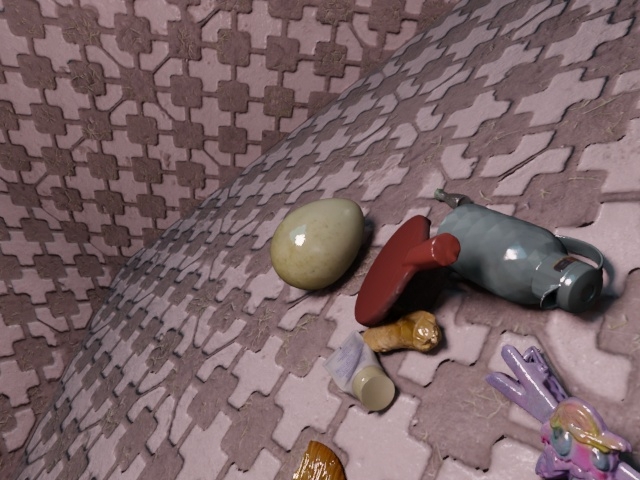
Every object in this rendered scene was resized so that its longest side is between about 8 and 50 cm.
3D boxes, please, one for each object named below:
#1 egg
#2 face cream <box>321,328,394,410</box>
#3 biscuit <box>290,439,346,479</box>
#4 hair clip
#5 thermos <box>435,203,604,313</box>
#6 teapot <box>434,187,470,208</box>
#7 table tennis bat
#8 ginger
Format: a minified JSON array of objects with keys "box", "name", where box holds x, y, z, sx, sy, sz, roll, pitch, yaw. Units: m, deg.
[{"box":[0.000,0.000,1.169,0.295,0.218,0.218,-42,28,-12],"name":"egg"},{"box":[0.077,0.265,0.905,0.114,0.070,0.224,-46,17,-6],"name":"face cream"},{"box":[-0.026,0.475,0.775,0.176,0.031,0.228,-34,31,15],"name":"biscuit"},{"box":[0.319,0.250,0.582,0.278,0.090,0.137,-107,32,-61],"name":"hair clip"},{"box":[0.358,0.030,0.774,0.182,0.145,0.286,-21,26,-18],"name":"thermos"},{"box":[0.324,-0.103,1.077,0.043,0.043,0.110,-44,26,0],"name":"teapot"},{"box":[0.162,0.053,0.891,0.268,0.051,0.414,-61,4,-16],"name":"table tennis bat"},{"box":[0.164,0.183,0.874,0.190,0.069,0.095,-12,30,49],"name":"ginger"}]
